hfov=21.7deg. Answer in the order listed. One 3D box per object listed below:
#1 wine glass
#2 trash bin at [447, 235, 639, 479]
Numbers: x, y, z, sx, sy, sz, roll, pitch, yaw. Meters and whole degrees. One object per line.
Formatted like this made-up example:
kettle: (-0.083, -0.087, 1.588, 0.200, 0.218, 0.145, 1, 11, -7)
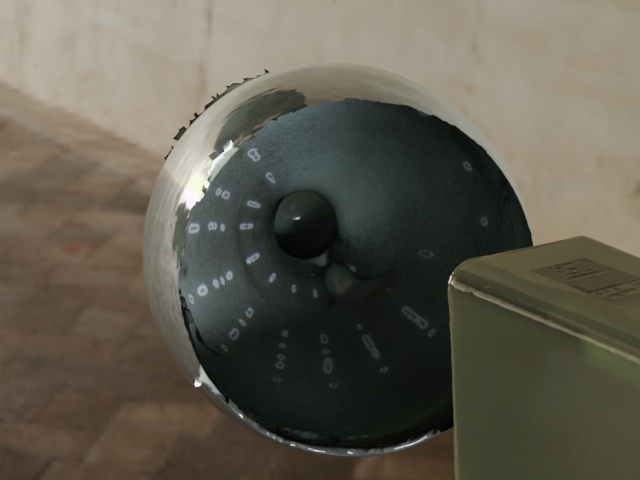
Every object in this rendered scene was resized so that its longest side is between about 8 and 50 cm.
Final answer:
wine glass: (0.000, 0.000, 0.575, 0.126, 0.126, 0.241, 4, 4, -4)
trash bin: (0.071, 0.040, 0.352, 0.043, 0.061, 0.092, -12, 17, -28)
